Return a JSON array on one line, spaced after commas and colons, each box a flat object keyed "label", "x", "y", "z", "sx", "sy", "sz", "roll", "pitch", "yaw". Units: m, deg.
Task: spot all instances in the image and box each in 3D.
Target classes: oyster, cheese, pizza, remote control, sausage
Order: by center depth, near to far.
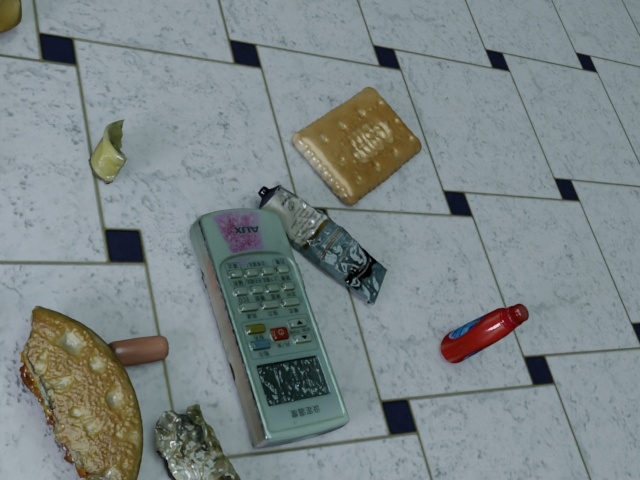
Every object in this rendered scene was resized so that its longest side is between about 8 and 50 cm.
[{"label": "pizza", "x": -0.278, "y": 0.187, "z": 0.996, "sx": 0.246, "sy": 0.058, "sz": 0.127, "roll": 52, "pitch": 46, "yaw": 3}, {"label": "oyster", "x": -0.128, "y": 0.286, "z": 1.035, "sx": 0.200, "sy": 0.061, "sz": 0.106, "roll": 49, "pitch": 46, "yaw": 2}, {"label": "sausage", "x": -0.231, "y": 0.140, "z": 1.076, "sx": 0.083, "sy": 0.034, "sz": 0.034, "roll": -4, "pitch": 64, "yaw": -38}, {"label": "remote control", "x": -0.075, "y": 0.112, "z": 1.191, "sx": 0.145, "sy": 0.050, "sz": 0.344, "roll": -5, "pitch": 65, "yaw": -37}, {"label": "cheese", "x": -0.296, "y": -0.130, "z": 1.192, "sx": 0.041, "sy": 0.060, "sz": 0.084, "roll": 19, "pitch": 46, "yaw": -23}]

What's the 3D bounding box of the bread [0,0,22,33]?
[{"label": "bread", "x": -0.452, "y": -0.345, "z": 1.182, "sx": 0.056, "sy": 0.115, "sz": 0.082, "roll": 14, "pitch": 27, "yaw": 26}]

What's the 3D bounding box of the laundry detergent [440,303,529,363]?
[{"label": "laundry detergent", "x": 0.264, "y": 0.138, "z": 1.328, "sx": 0.097, "sy": 0.165, "sz": 0.049, "roll": -33, "pitch": 86, "yaw": -43}]

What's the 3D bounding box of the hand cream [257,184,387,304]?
[{"label": "hand cream", "x": 0.000, "y": 0.000, "z": 1.326, "sx": 0.248, "sy": 0.052, "sz": 0.075, "roll": 40, "pitch": 70, "yaw": -14}]

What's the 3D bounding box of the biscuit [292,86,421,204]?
[{"label": "biscuit", "x": 0.071, "y": -0.172, "z": 1.487, "sx": 0.160, "sy": 0.030, "sz": 0.250, "roll": 50, "pitch": 47, "yaw": 2}]
